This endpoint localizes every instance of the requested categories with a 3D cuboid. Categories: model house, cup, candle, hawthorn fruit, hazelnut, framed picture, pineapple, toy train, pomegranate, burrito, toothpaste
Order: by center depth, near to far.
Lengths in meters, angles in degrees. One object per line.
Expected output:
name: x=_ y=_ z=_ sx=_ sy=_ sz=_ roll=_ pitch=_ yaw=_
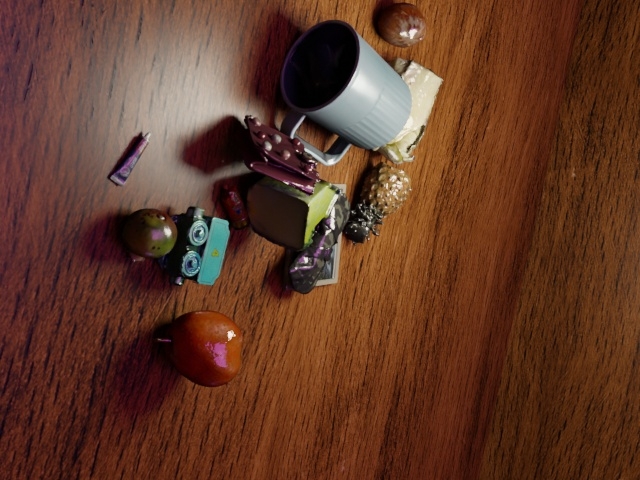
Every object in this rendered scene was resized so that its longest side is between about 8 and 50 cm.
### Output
toothpaste: x=-0.424 y=-0.187 z=1.484 sx=0.037 sy=0.021 sz=0.140 roll=42 pitch=70 yaw=-41
pomegranate: x=-0.393 y=-0.015 z=1.499 sx=0.130 sy=0.130 sz=0.130 roll=-16 pitch=111 yaw=-46
toy train: x=-0.308 y=0.019 z=1.610 sx=0.154 sy=0.107 sz=0.198 roll=16 pitch=87 yaw=-57
hawthorn fruit: x=-0.308 y=0.260 z=1.618 sx=0.225 sy=0.196 sz=0.196 roll=19 pitch=85 yaw=-34
candle: x=-0.225 y=-0.092 z=1.714 sx=0.052 sy=0.052 sz=0.131 roll=-43 pitch=129 yaw=-34
model house: x=-0.072 y=-0.106 z=1.790 sx=0.211 sy=0.194 sz=0.170 roll=-46 pitch=148 yaw=-49
cup: x=0.074 y=-0.386 z=1.828 sx=0.311 sy=0.257 sz=0.331 roll=23 pitch=80 yaw=-51
framed picture: x=-0.015 y=-0.016 z=2.001 sx=0.240 sy=0.020 sz=0.324 roll=-2 pitch=101 yaw=-48
hazelnut: x=0.255 y=-0.666 z=2.052 sx=0.154 sy=0.143 sz=0.143 roll=-1 pitch=101 yaw=-31
pineapple: x=0.167 y=-0.113 z=2.112 sx=0.279 sy=0.158 sz=0.158 roll=-53 pitch=136 yaw=-8
burrito: x=0.251 y=-0.412 z=2.118 sx=0.190 sy=0.135 sz=0.332 roll=24 pitch=85 yaw=-40

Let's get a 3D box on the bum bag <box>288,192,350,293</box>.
bum bag: x=0.000 y=0.000 z=1.937 sx=0.340 sy=0.095 sz=0.144 roll=-63 pitch=152 yaw=-15

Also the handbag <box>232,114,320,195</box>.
handbag: x=-0.106 y=-0.220 z=1.673 sx=0.216 sy=0.203 sz=0.074 roll=21 pitch=118 yaw=-30
